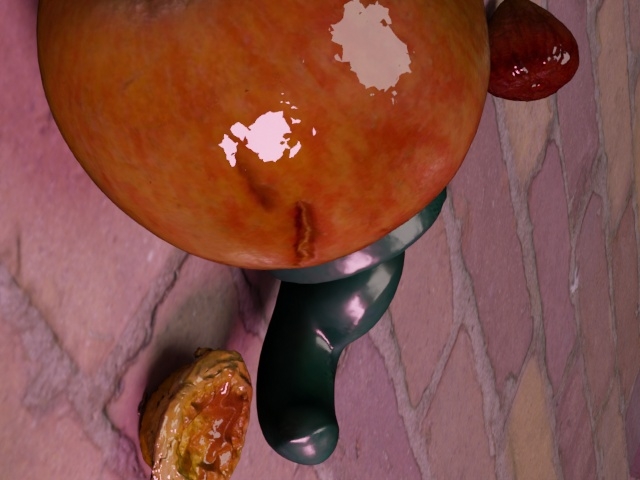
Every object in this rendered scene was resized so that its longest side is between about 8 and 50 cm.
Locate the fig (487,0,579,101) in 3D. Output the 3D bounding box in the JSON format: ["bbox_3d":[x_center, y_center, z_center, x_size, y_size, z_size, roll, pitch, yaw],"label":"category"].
[{"bbox_3d":[0.242,-0.234,1.412,0.119,0.119,0.153,16,84,-65],"label":"fig"}]

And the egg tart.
[{"bbox_3d":[-0.096,0.137,0.925,0.130,0.052,0.130,-38,135,-53],"label":"egg tart"}]

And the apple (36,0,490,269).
[{"bbox_3d":[-0.037,-0.119,0.712,0.264,0.264,0.264,-37,133,-55],"label":"apple"}]

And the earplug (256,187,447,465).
[{"bbox_3d":[-0.008,0.002,0.953,0.257,0.164,0.280,-37,120,-34],"label":"earplug"}]
